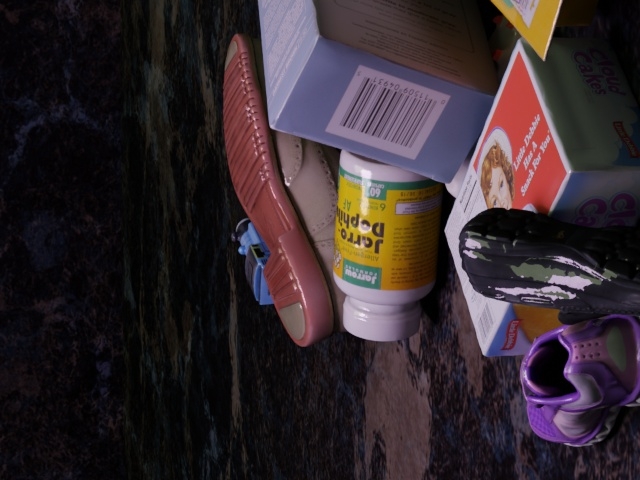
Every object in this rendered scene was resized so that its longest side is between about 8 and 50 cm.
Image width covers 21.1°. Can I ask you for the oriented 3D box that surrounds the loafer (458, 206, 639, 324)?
[{"bbox_3d":[0.213,0.030,1.371,0.223,0.076,0.078,12,127,35],"label":"loafer"}]

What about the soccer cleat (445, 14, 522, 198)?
[{"bbox_3d":[0.174,-0.128,1.627,0.068,0.076,0.196,-139,68,-70],"label":"soccer cleat"}]

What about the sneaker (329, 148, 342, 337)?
[{"bbox_3d":[0.000,0.000,2.184,0.108,0.100,0.272,-145,53,-63],"label":"sneaker"}]

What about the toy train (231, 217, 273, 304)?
[{"bbox_3d":[-0.059,0.017,2.366,0.184,0.105,0.080,-118,29,-54],"label":"toy train"}]

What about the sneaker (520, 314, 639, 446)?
[{"bbox_3d":[0.213,0.117,1.465,0.236,0.104,0.095,124,138,-66],"label":"sneaker"}]

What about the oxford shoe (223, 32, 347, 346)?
[{"bbox_3d":[-0.018,-0.071,2.081,0.140,0.146,0.397,133,122,-68],"label":"oxford shoe"}]

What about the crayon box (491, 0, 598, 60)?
[{"bbox_3d":[0.175,-0.324,1.478,0.323,0.083,0.203,-121,35,-45],"label":"crayon box"}]

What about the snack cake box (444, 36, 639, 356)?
[{"bbox_3d":[0.198,-0.034,1.512,0.264,0.089,0.152,107,156,-50],"label":"snack cake box"}]

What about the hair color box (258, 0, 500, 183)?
[{"bbox_3d":[0.045,-0.230,1.670,0.374,0.185,0.114,-96,29,-51],"label":"hair color box"}]

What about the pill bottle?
[{"bbox_3d":[0.073,-0.001,1.891,0.117,0.117,0.208,-127,37,-62],"label":"pill bottle"}]
